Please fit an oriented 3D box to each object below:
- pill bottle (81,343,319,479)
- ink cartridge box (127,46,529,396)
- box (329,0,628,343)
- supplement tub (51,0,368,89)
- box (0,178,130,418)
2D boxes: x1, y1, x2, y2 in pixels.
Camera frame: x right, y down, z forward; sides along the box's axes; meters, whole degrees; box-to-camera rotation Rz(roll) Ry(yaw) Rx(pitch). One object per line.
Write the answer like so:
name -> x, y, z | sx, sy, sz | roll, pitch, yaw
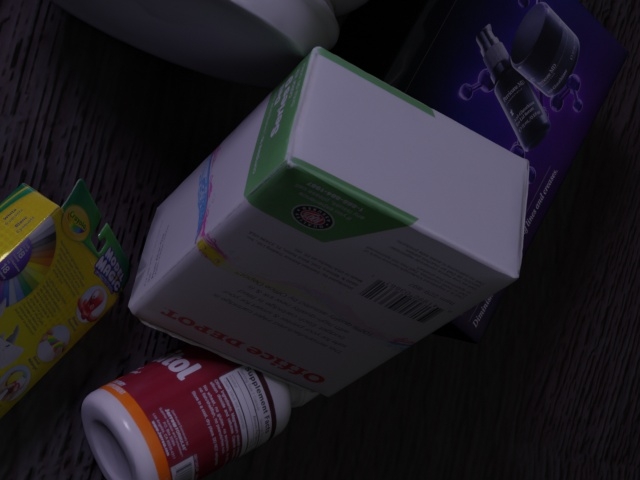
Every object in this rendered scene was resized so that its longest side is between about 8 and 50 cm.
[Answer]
pill bottle -> -0.077, 0.110, 0.897 | 0.152, 0.086, 0.086 | -26, 108, -30
ink cartridge box -> 0.000, 0.000, 0.805 | 0.154, 0.212, 0.093 | 25, 52, -20
box -> 0.089, -0.084, 0.981 | 0.184, 0.103, 0.261 | 36, 76, -28
supplement tub -> -0.037, -0.278, 0.796 | 0.235, 0.235, 0.324 | 27, 80, -33
box -> -0.198, 0.046, 0.813 | 0.179, 0.043, 0.105 | -45, 144, -20
